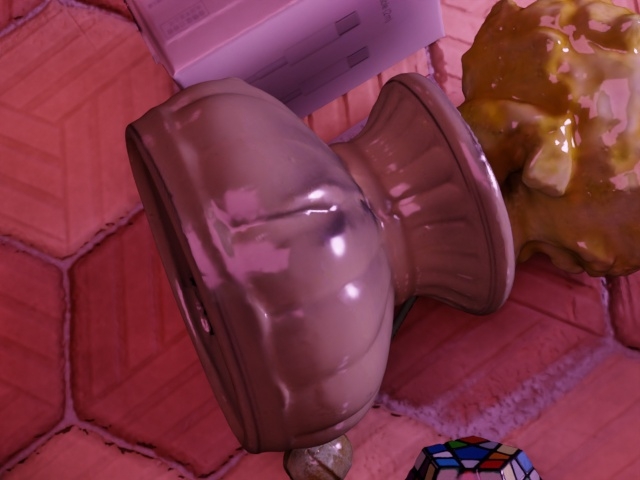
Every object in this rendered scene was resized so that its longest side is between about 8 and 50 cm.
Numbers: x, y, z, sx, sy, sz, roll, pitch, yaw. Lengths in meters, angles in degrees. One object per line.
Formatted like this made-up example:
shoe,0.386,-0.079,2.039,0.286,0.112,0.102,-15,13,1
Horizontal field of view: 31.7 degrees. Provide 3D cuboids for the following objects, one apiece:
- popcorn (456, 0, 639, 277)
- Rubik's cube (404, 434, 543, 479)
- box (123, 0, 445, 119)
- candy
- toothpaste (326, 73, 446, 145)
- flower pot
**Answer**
popcorn,0.219,-0.093,0.949,0.255,0.195,0.256,-33,90,5
Rubik's cube,0.124,0.223,0.913,0.133,0.133,0.112,0,98,10
box,-0.023,-0.202,1.012,0.251,0.203,0.106,-31,70,0
candy,0.034,0.128,0.996,0.061,0.061,0.202,27,72,16
toothpaste,0.036,-0.091,1.063,0.190,0.031,0.048,-32,69,-4
flower pot,0.000,0.000,0.917,0.244,0.307,0.307,-20,71,-12
